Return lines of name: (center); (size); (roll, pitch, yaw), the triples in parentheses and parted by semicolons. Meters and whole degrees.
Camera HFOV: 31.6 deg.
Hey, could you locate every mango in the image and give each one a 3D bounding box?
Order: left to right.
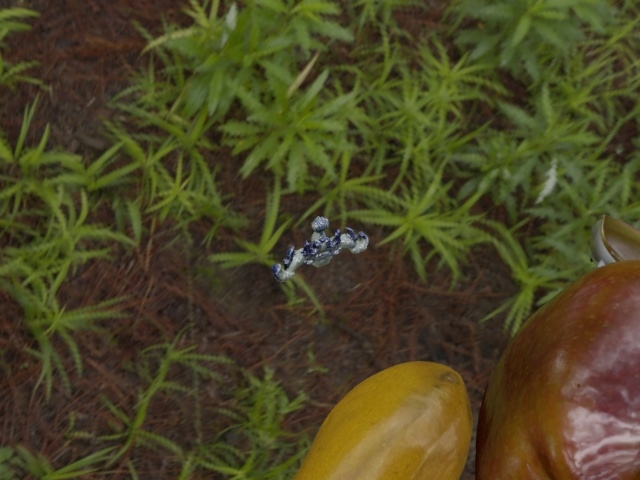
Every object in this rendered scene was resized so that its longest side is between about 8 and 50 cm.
mango: (0.061, 0.240, 1.193); (0.144, 0.187, 0.359); (50, 33, -2)

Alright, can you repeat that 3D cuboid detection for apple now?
apple: (0.273, 0.163, 0.938); (0.288, 0.288, 0.317); (46, 32, -2)

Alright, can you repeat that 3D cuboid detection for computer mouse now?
computer mouse: (0.404, 0.033, 1.411); (0.158, 0.310, 0.072); (37, 99, 9)

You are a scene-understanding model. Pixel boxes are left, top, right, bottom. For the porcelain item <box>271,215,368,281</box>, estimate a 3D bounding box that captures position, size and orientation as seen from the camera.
porcelain item: (0.000, 0.000, 1.419); (0.136, 0.075, 0.021); (-21, 43, -22)
